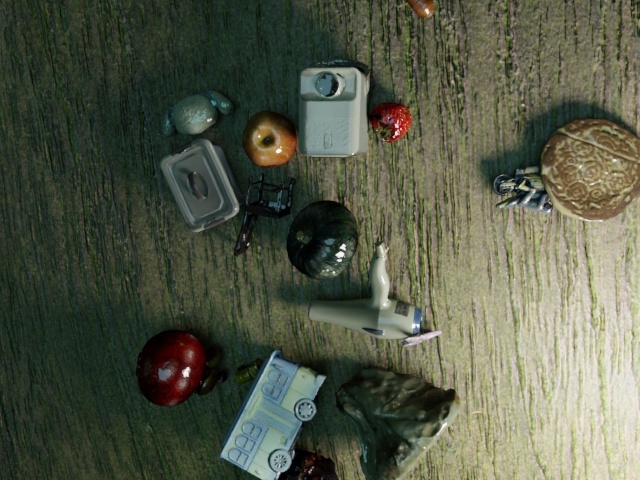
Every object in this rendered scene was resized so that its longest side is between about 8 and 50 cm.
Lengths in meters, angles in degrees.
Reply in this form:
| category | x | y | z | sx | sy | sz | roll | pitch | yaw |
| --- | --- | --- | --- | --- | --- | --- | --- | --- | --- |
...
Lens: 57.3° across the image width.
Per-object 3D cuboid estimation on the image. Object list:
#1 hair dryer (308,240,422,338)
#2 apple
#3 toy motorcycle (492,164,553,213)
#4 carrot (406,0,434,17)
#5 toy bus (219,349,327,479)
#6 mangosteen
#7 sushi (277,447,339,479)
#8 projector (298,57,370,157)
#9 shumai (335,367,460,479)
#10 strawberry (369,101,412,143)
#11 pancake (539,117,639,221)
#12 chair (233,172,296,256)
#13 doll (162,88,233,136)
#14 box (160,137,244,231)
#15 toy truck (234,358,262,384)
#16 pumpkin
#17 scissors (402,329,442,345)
| category | x | y | z | sx | sy | sz | roll | pitch | yaw |
| --- | --- | --- | --- | --- | --- | --- | --- | --- | --- |
| hair dryer | 0.088 | 0.145 | 1.513 | 0.296 | 0.119 | 0.298 | -14 | 120 | 27 |
| apple | -0.133 | -0.261 | 1.509 | 0.146 | 0.131 | 0.146 | 1 | 97 | 8 |
| toy motorcycle | 0.516 | -0.119 | 1.411 | 0.193 | 0.061 | 0.124 | -15 | 89 | 8 |
| carrot | 0.195 | -0.621 | 1.411 | 0.048 | 0.048 | 0.216 | -43 | 84 | 17 |
| toy bus | -0.121 | 0.472 | 1.580 | 0.190 | 0.152 | 0.312 | 26 | 82 | 8 |
| mangosteen | -0.389 | 0.362 | 1.662 | 0.257 | 0.215 | 0.215 | 9 | 104 | -20 |
| sushi | -0.027 | 0.682 | 1.644 | 0.150 | 0.153 | 0.172 | -4 | 78 | 35 |
| projector | 0.035 | -0.324 | 1.432 | 0.163 | 0.177 | 0.242 | 4 | 100 | 11 |
| shumai | 0.171 | 0.435 | 1.494 | 0.263 | 0.309 | 0.304 | 40 | 144 | 16 |
| strawberry | 0.175 | -0.299 | 1.450 | 0.106 | 0.106 | 0.106 | 2 | 101 | 13 |
| pancake | 0.633 | -0.162 | 1.361 | 0.250 | 0.031 | 0.250 | 0 | 90 | 2 |
| chair | -0.150 | -0.060 | 1.564 | 0.113 | 0.106 | 0.229 | 14 | 104 | 13 |
| doll | -0.337 | -0.341 | 1.574 | 0.214 | 0.071 | 0.103 | -21 | 96 | 13 |
| box | -0.311 | -0.149 | 1.574 | 0.162 | 0.130 | 0.227 | -23 | 93 | 17 |
| toy truck | -0.200 | 0.379 | 1.681 | 0.083 | 0.054 | 0.049 | -24 | 93 | 16 |
| pumpkin | 0.001 | -0.001 | 1.491 | 0.152 | 0.211 | 0.212 | 23 | 108 | -26 |
| scissors | 0.241 | 0.249 | 1.471 | 0.110 | 0.212 | 0.021 | -23 | 76 | 16 |
